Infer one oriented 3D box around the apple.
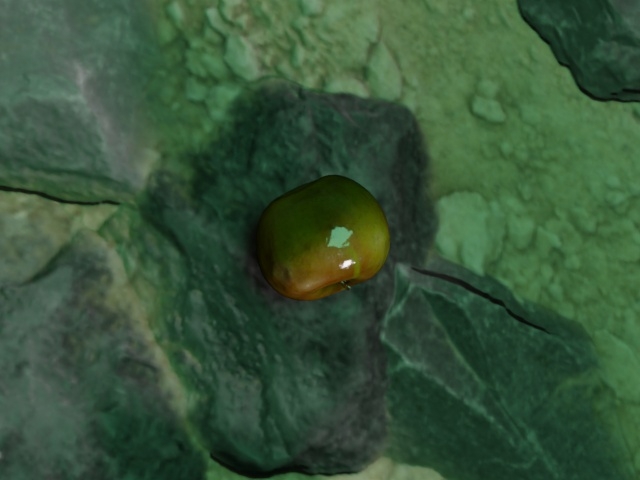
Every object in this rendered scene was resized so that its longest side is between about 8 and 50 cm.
[{"bbox_3d":[0.000,0.000,1.162,0.089,0.089,0.074,-27,95,-32],"label":"apple"}]
